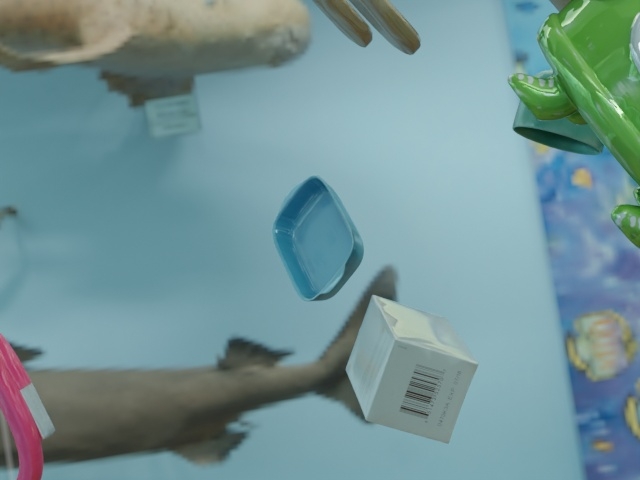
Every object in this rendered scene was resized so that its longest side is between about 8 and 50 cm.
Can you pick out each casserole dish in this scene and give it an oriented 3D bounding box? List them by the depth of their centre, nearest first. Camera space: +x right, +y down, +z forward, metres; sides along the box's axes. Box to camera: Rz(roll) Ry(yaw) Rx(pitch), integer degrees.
[{"bbox_3d":[0.000,0.000,1.803,0.037,0.188,0.114,22,-63,-36],"label":"casserole dish"}]

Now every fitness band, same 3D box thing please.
[{"bbox_3d":[-0.474,0.227,1.928,0.209,0.291,0.054,-23,6,33],"label":"fitness band"}]

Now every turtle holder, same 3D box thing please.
[{"bbox_3d":[0.336,-0.107,1.211,0.227,0.320,0.243,-39,-29,18],"label":"turtle holder"}]

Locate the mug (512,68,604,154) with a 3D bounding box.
[{"bbox_3d":[0.357,-0.181,2.010,0.158,0.097,0.129,18,-3,-20],"label":"mug"}]

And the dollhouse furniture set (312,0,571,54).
[{"bbox_3d":[0.212,-0.337,1.532,0.362,0.256,0.394,-48,23,-5],"label":"dollhouse furniture set"}]

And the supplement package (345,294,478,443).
[{"bbox_3d":[0.104,0.148,1.675,0.105,0.105,0.179,16,12,-11],"label":"supplement package"}]
